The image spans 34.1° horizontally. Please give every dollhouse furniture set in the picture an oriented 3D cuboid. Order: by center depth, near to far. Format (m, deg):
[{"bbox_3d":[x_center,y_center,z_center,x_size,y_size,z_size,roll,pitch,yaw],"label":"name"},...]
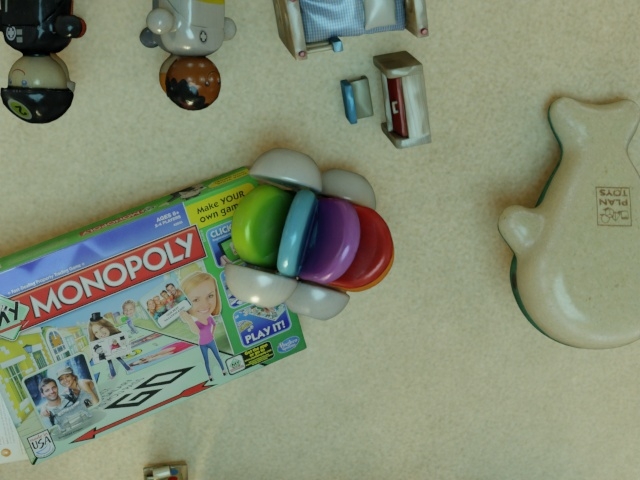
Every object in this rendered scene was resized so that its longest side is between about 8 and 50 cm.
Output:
[{"bbox_3d":[0.035,-0.172,1.026,0.129,0.129,0.183,-12,112,-5],"label":"dollhouse furniture set"}]

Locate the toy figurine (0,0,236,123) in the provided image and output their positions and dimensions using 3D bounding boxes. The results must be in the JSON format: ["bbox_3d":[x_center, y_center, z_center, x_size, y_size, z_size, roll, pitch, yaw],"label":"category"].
[{"bbox_3d":[-0.185,-0.181,0.942,0.210,0.213,0.148,-1,99,-14],"label":"toy figurine"}]

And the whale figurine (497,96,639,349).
[{"bbox_3d":[0.291,-0.018,1.148,0.216,0.141,0.271,-1,86,-10],"label":"whale figurine"}]

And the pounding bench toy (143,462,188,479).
[{"bbox_3d":[-0.177,0.280,1.199,0.052,0.065,0.083,-3,111,-8],"label":"pounding bench toy"}]

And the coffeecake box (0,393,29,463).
[{"bbox_3d":[-0.406,0.171,1.116,0.186,0.068,0.142,-8,111,-7],"label":"coffeecake box"}]

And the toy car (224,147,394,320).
[{"bbox_3d":[0.000,0.000,1.053,0.182,0.136,0.159,18,87,-42],"label":"toy car"}]

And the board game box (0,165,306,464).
[{"bbox_3d":[-0.189,0.077,1.092,0.317,0.046,0.213,-22,115,-15],"label":"board game box"}]
